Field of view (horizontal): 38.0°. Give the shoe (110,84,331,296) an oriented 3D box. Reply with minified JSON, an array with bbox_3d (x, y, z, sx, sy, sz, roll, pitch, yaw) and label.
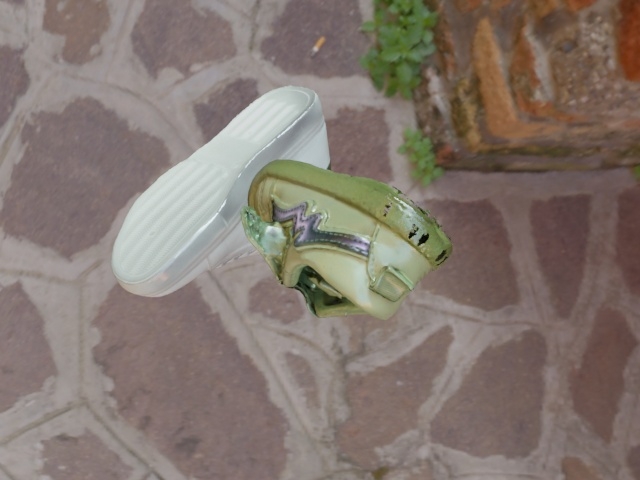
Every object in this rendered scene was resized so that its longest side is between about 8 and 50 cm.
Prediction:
[{"bbox_3d":[-0.105,-0.030,1.160,0.363,0.132,0.160,-50,136,-31],"label":"shoe"}]

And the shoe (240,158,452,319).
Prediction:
[{"bbox_3d":[0.004,-0.006,0.859,0.128,0.262,0.140,-47,120,-22],"label":"shoe"}]
